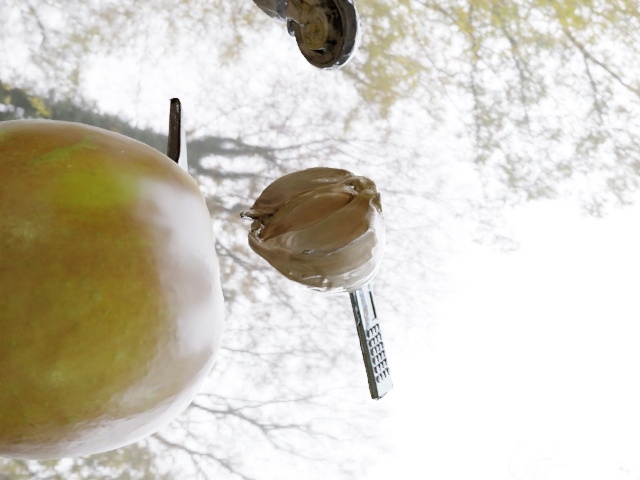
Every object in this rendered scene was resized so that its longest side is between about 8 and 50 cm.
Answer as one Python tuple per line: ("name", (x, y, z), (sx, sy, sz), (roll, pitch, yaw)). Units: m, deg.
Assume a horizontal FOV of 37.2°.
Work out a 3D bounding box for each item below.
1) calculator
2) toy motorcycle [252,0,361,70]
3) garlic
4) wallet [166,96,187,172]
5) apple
("calculator", (0.069, 0.133, 1.303), (0.018, 0.057, 0.172), (-7, -80, 31))
("toy motorcycle", (-0.013, -0.249, 0.718), (0.152, 0.073, 0.225), (27, -61, 42))
("garlic", (0.000, 0.000, 1.226), (0.178, 0.143, 0.229), (-19, -144, -2))
("wallet", (-0.207, -0.096, 1.377), (0.232, 0.031, 0.122), (108, -16, -64))
("apple", (-0.162, 0.036, 0.608), (0.207, 0.237, 0.237), (3, -102, -2))
